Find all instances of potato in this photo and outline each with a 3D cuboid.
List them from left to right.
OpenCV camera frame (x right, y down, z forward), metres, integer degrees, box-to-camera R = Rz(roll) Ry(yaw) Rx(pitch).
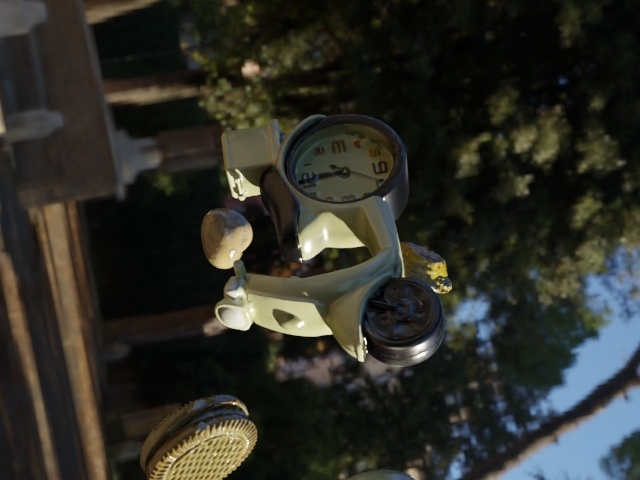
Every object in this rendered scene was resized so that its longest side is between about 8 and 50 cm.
[{"bbox_3d":[-0.197,-0.008,2.517,0.147,0.112,0.112,99,-22,-50],"label":"potato"}]

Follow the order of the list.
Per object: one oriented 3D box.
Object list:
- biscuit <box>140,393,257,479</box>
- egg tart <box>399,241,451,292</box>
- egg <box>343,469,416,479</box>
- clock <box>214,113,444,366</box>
[{"bbox_3d":[-0.240,0.408,2.395,0.079,0.259,0.259,53,-24,32],"label":"biscuit"},{"bbox_3d":[0.143,0.032,1.796,0.049,0.129,0.129,-64,-157,14],"label":"egg tart"},{"bbox_3d":[0.065,0.459,1.887,0.183,0.217,0.183,163,-90,-77],"label":"egg"},{"bbox_3d":[0.000,0.000,1.538,0.120,0.277,0.379,79,4,-51],"label":"clock"}]
